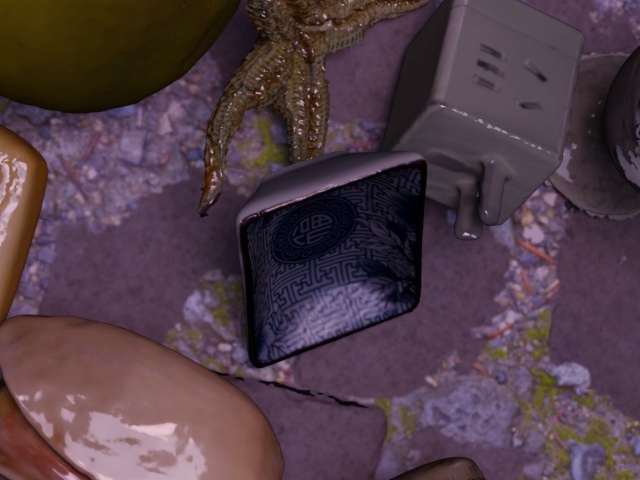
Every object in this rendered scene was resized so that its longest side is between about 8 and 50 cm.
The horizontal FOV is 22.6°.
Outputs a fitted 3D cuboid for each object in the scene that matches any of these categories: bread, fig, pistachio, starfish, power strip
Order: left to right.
[{"bbox_3d":[-0.336,-0.006,1.452,0.147,0.098,0.217,20,86,-9],"label":"bread"},{"bbox_3d":[-0.210,-0.271,1.361,0.343,0.343,0.343,0,89,-12],"label":"fig"},{"bbox_3d":[-0.173,0.187,1.440,0.299,0.187,0.188,25,84,-9],"label":"pistachio"},{"bbox_3d":[-0.002,-0.185,1.486,0.078,0.358,0.347,26,117,26],"label":"starfish"},{"bbox_3d":[0.144,-0.105,1.486,0.140,0.139,0.224,25,55,-12],"label":"power strip"}]

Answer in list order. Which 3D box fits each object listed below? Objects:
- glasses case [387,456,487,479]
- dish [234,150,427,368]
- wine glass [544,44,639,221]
[{"bbox_3d":[-0.027,0.327,1.479,0.425,0.156,0.098,-27,72,-11],"label":"glasses case"},{"bbox_3d":[0.000,0.000,1.486,0.181,0.243,0.080,-20,55,-13],"label":"dish"},{"bbox_3d":[0.329,-0.110,1.464,0.190,0.357,0.191,0,92,-11],"label":"wine glass"}]
